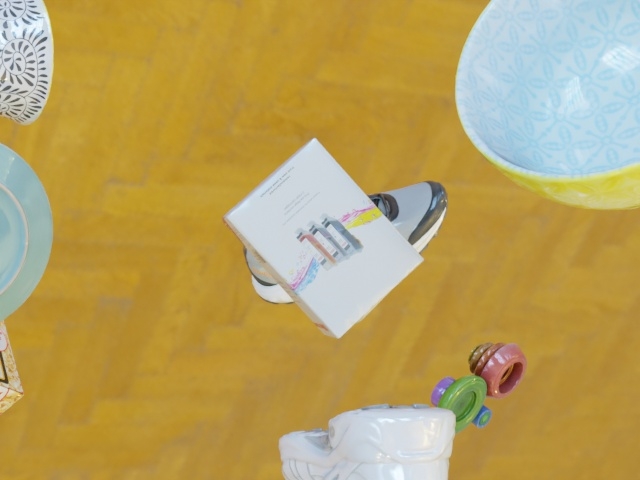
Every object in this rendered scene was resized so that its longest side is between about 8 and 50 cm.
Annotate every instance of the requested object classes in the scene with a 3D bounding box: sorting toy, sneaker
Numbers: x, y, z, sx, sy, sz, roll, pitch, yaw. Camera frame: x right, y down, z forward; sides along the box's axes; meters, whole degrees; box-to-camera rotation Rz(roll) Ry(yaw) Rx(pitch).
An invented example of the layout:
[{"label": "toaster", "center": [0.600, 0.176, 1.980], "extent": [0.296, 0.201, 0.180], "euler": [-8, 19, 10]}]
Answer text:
[{"label": "sorting toy", "center": [0.115, 0.112, 1.121], "extent": [0.102, 0.042, 0.061], "euler": [-26, 135, -34]}, {"label": "sneaker", "center": [0.031, -0.011, 1.790], "extent": [0.271, 0.100, 0.108], "euler": [-22, 130, 5]}, {"label": "sneaker", "center": [0.024, 0.178, 0.946], "extent": [0.090, 0.115, 0.232], "euler": [2, 165, -10]}]

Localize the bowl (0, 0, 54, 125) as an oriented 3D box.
[{"label": "bowl", "center": [-0.384, -0.219, 1.687], "extent": [0.080, 0.170, 0.170], "euler": [-5, 129, -36]}]

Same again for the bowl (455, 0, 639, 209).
[{"label": "bowl", "center": [0.281, -0.130, 1.268], "extent": [0.289, 0.289, 0.156], "euler": [-39, 133, 4]}]

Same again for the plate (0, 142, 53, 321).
[{"label": "plate", "center": [-0.319, 0.000, 1.253], "extent": [0.188, 0.024, 0.188], "euler": [-9, 108, -30]}]

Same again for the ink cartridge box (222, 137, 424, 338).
[{"label": "ink cartridge box", "center": [0.000, 0.000, 1.534], "extent": [0.127, 0.128, 0.176], "euler": [-42, 94, -6]}]

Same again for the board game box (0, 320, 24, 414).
[{"label": "board game box", "center": [-0.415, 0.095, 1.532], "extent": [0.045, 0.147, 0.193], "euler": [-39, 141, 19]}]
